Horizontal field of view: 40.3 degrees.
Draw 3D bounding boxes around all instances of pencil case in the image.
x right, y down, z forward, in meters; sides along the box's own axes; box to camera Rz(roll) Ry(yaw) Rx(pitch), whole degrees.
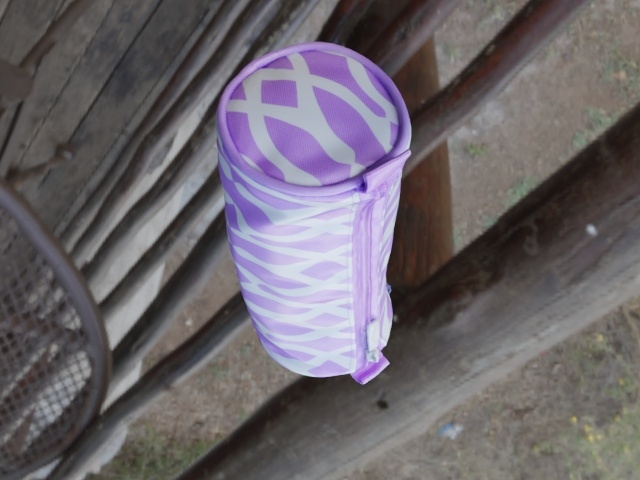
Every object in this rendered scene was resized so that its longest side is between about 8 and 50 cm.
[{"bbox_3d":[0.000,0.000,0.429,0.086,0.088,0.206,-30,151,-14],"label":"pencil case"}]
